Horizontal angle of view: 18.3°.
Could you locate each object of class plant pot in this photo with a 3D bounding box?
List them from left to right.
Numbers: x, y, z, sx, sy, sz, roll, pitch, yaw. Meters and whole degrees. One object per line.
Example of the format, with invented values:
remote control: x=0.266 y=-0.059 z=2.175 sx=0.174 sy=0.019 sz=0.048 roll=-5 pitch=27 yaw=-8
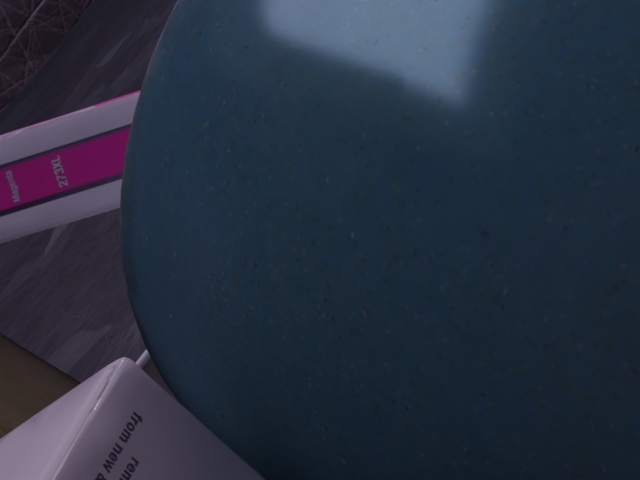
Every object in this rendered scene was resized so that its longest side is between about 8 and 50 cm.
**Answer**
plant pot: x=0.114 y=0.013 z=0.571 sx=0.290 sy=0.290 sz=0.195 roll=-47 pitch=42 yaw=5

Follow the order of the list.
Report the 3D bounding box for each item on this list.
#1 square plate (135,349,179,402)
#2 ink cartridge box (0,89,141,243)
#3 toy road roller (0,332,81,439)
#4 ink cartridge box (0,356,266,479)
square plate: x=0.000 y=0.000 z=1.047 sx=0.344 sy=0.049 sz=0.347 roll=-50 pitch=-2 yaw=16
ink cartridge box: x=-0.153 y=-0.036 z=1.143 sx=0.371 sy=0.069 sz=0.176 roll=-19 pitch=4 yaw=11
toy road roller: x=-0.261 y=0.217 z=1.123 sx=0.240 sy=0.202 sz=0.329 roll=-54 pitch=5 yaw=46
ink cartridge box: x=-0.038 y=0.172 z=0.590 sx=0.172 sy=0.237 sz=0.100 roll=-34 pitch=19 yaw=41
